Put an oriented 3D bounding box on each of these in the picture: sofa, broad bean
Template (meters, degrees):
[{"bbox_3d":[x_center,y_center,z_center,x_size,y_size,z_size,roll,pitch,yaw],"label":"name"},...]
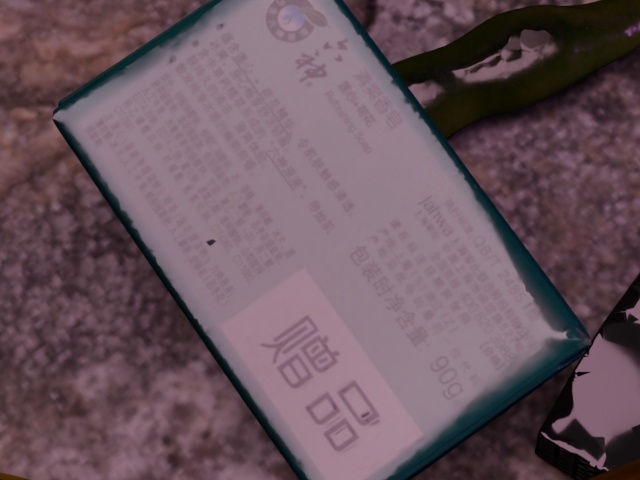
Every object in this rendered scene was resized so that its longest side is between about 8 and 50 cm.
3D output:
[{"bbox_3d":[0.162,0.070,0.763,0.060,0.039,0.118,31,73,15],"label":"sofa"},{"bbox_3d":[0.060,-0.075,0.832,0.297,0.043,0.060,-29,79,-6],"label":"broad bean"}]

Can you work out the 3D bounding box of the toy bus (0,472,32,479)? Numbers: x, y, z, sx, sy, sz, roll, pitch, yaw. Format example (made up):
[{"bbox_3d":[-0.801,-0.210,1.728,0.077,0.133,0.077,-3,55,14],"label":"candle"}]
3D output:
[{"bbox_3d":[-0.184,0.257,0.658,0.145,0.151,0.331,14,70,13],"label":"toy bus"}]

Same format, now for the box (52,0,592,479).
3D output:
[{"bbox_3d":[0.000,0.000,0.751,0.153,0.092,0.245,-34,79,-3],"label":"box"}]

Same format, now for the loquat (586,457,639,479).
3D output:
[{"bbox_3d":[0.174,0.224,0.551,0.328,0.328,0.328,-2,67,5],"label":"loquat"}]
